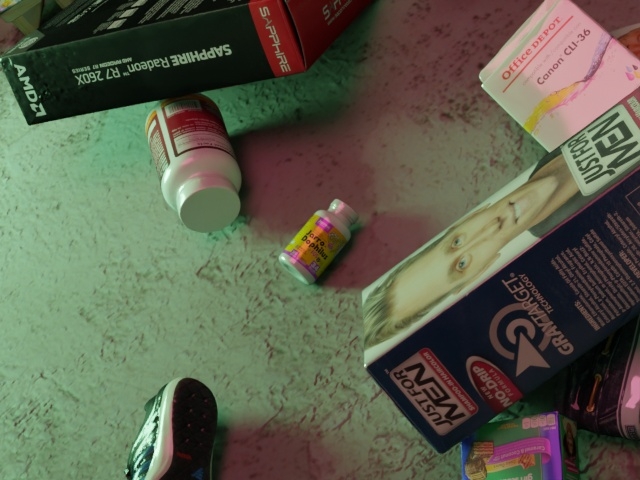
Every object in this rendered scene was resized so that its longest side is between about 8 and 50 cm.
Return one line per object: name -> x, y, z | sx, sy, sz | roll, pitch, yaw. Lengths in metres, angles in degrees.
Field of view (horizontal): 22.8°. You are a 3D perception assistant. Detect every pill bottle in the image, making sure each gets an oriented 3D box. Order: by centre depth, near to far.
pill bottle -> 0.000, 0.000, 1.556 | 0.043, 0.043, 0.083 | 28, 75, 44
pill bottle -> -0.132, -0.081, 1.679 | 0.086, 0.086, 0.152 | -30, 45, 10

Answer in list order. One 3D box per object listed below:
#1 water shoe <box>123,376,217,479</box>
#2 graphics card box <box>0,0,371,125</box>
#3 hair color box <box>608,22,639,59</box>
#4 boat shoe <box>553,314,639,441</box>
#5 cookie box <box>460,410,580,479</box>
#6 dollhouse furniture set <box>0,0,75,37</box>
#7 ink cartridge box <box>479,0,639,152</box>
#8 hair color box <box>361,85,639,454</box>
water shoe -> -0.144, 0.227, 1.469 | 0.080, 0.073, 0.203 | -31, 38, 49
graphics card box -> -0.140, -0.238, 1.745 | 0.371, 0.094, 0.233 | -7, 27, 28
hair color box -> 0.283, -0.161, 1.496 | 0.141, 0.043, 0.072 | -14, 50, 23
boat shoe -> 0.249, 0.076, 1.314 | 0.083, 0.065, 0.183 | 3, 59, 34
cookie box -> 0.161, 0.198, 1.269 | 0.092, 0.040, 0.107 | -14, 66, 32
dollhouse furniture set -> -0.570, -0.383, 2.090 | 0.362, 0.256, 0.394 | -33, 44, 8
ink cartridge box -> 0.230, -0.137, 1.441 | 0.115, 0.067, 0.198 | -48, 61, 10
hair color box -> 0.198, 0.008, 1.303 | 0.347, 0.105, 0.174 | -38, 14, 12
